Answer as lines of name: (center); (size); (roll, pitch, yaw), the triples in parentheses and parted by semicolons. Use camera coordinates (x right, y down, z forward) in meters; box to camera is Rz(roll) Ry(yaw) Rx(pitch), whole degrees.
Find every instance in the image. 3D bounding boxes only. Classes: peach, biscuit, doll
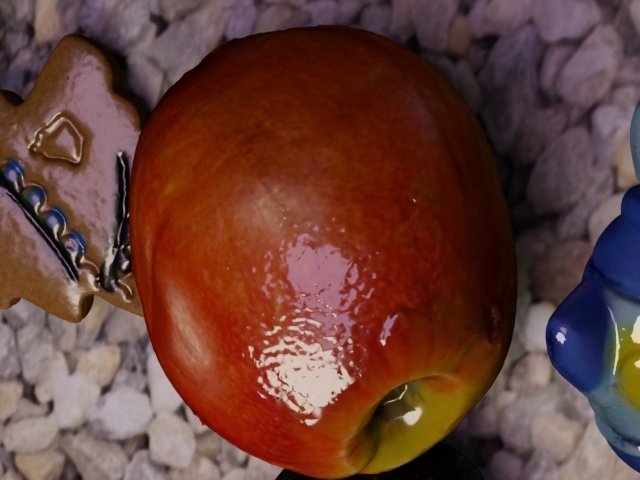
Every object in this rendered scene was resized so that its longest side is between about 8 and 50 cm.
peach: (-0.002, 0.001, 1.558); (0.372, 0.290, 0.372); (48, 147, 46)
biscuit: (-0.252, -0.028, 1.785); (0.301, 0.043, 0.278); (-22, 94, 19)
doll: (0.319, 0.086, 1.448); (0.365, 0.187, 0.376); (44, 104, 9)

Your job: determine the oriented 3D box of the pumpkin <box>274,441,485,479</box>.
pumpkin: (0.048, 0.277, 1.659); (0.238, 0.159, 0.238); (3, 100, 20)
